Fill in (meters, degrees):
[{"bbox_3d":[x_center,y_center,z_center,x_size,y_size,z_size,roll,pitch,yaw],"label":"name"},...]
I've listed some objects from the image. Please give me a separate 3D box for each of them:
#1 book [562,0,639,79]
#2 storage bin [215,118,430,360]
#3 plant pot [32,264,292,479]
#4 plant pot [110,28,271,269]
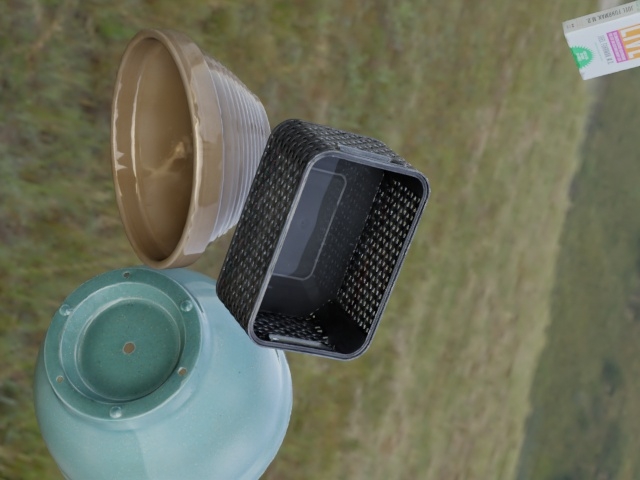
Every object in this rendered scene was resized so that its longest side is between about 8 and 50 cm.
[{"bbox_3d":[0.358,-0.238,1.627,0.096,0.144,0.035,49,31,-55],"label":"book"},{"bbox_3d":[0.000,0.000,1.216,0.084,0.122,0.180,44,-63,57],"label":"storage bin"},{"bbox_3d":[-0.192,0.145,1.566,0.196,0.293,0.293,69,39,-63],"label":"plant pot"},{"bbox_3d":[-0.121,-0.092,1.414,0.237,0.109,0.237,16,-72,61],"label":"plant pot"}]
